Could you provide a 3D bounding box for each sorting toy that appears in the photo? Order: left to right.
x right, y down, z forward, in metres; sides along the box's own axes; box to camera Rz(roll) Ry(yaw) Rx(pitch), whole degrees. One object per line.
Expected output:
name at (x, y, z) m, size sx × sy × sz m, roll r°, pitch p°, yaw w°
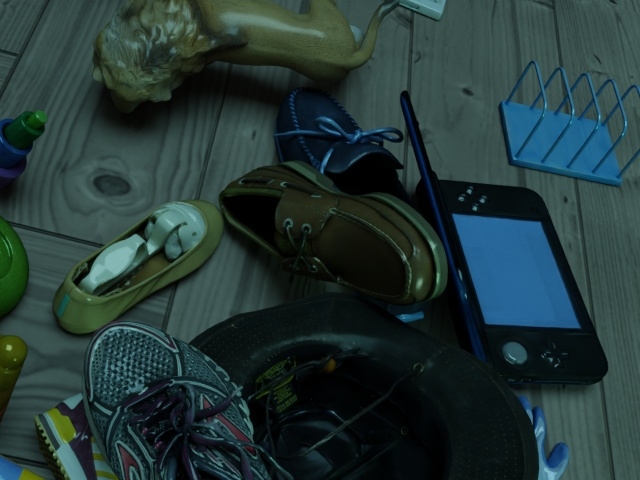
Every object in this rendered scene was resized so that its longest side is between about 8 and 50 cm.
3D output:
sorting toy at (-0.295, 0.014, 0.800) m, size 0.127 × 0.126 × 0.365 m, roll 32°, pitch 39°, yaw -39°

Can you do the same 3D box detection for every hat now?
hat at (0.016, 0.201, 0.789) m, size 0.331 × 0.134 × 0.331 m, roll 4°, pitch 39°, yaw -4°

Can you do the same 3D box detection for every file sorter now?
file sorter at (0.354, -0.166, 1.221) m, size 0.170 × 0.104 × 0.118 m, roll 10°, pitch 51°, yaw -13°

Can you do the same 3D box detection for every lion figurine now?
lion figurine at (-0.077, -0.253, 1.082) m, size 0.392 × 0.142 × 0.240 m, roll -3°, pitch 36°, yaw -5°

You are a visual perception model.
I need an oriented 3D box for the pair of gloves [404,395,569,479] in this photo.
pair of gloves at (0.166, 0.217, 0.903) m, size 0.198 × 0.023 × 0.159 m, roll 14°, pitch 50°, yaw -8°

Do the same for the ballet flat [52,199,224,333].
ballet flat at (-0.174, 0.012, 0.907) m, size 0.080 × 0.073 × 0.232 m, roll 37°, pitch 50°, yaw 10°

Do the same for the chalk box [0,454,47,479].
chalk box at (-0.243, 0.268, 0.609) m, size 0.289 × 0.179 × 0.180 m, roll 27°, pitch 50°, yaw 2°

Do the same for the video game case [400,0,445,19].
video game case at (0.138, -0.426, 1.405) m, size 0.143 × 0.019 × 0.157 m, roll 21°, pitch 49°, yaw -4°

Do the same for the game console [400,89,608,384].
game console at (0.205, -0.005, 0.986) m, size 0.250 × 0.173 × 0.293 m, roll 4°, pitch 50°, yaw -17°

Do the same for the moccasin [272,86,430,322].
moccasin at (0.056, -0.069, 1.025) m, size 0.138 × 0.117 × 0.342 m, roll -14°, pitch 57°, yaw -28°

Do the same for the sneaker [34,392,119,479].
sneaker at (-0.172, 0.208, 0.756) m, size 0.084 × 0.069 × 0.185 m, roll -26°, pitch 66°, yaw -28°

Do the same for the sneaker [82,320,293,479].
sneaker at (-0.093, 0.158, 0.650) m, size 0.121 × 0.112 × 0.299 m, roll -33°, pitch 52°, yaw -15°

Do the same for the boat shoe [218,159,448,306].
boat shoe at (0.000, 0.000, 0.903) m, size 0.104 × 0.110 × 0.307 m, roll -14°, pitch 22°, yaw -30°
